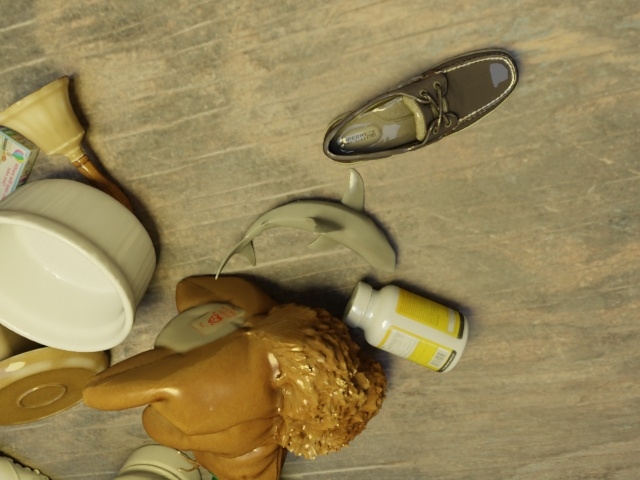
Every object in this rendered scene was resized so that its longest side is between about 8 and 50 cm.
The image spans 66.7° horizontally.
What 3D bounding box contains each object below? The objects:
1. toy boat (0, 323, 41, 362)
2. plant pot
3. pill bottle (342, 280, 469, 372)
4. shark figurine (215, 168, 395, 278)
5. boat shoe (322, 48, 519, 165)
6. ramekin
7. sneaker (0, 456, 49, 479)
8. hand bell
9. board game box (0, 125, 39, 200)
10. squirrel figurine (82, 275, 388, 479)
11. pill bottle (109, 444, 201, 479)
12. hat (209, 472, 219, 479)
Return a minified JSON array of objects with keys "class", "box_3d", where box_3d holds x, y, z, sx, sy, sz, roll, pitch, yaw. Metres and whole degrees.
[{"class":"toy boat","box_3d":[-0.607,0.162,0.857,0.151,0.151,0.231,-10,109,-2]},{"class":"plant pot","box_3d":[-0.497,0.266,0.867,0.236,0.236,0.032,-45,60,20]},{"class":"pill bottle","box_3d":[0.133,0.133,0.781,0.184,0.103,0.103,23,113,-2]},{"class":"shark figurine","box_3d":[-0.024,-0.016,0.741,0.278,0.116,0.166,-1,110,6]},{"class":"boat shoe","box_3d":[0.133,-0.172,0.666,0.285,0.092,0.102,-18,108,14]},{"class":"ramekin","box_3d":[-0.401,0.037,0.765,0.277,0.135,0.277,6,129,7]},{"class":"sneaker","box_3d":[-0.673,0.542,1.052,0.297,0.129,0.111,44,114,10]},{"class":"hand bell","box_3d":[-0.372,-0.117,0.765,0.126,0.126,0.242,-22,119,15]},{"class":"board game box","box_3d":[-0.548,-0.119,0.814,0.103,0.026,0.154,34,112,-6]},{"class":"squirrel figurine","box_3d":[-0.090,0.275,0.785,0.397,0.281,0.370,-5,117,12]},{"class":"pill bottle","box_3d":[-0.358,0.569,0.879,0.204,0.361,0.204,2,112,6]},{"class":"hat","box_3d":[-0.192,0.548,0.909,0.208,0.183,0.173,37,156,-17]}]
